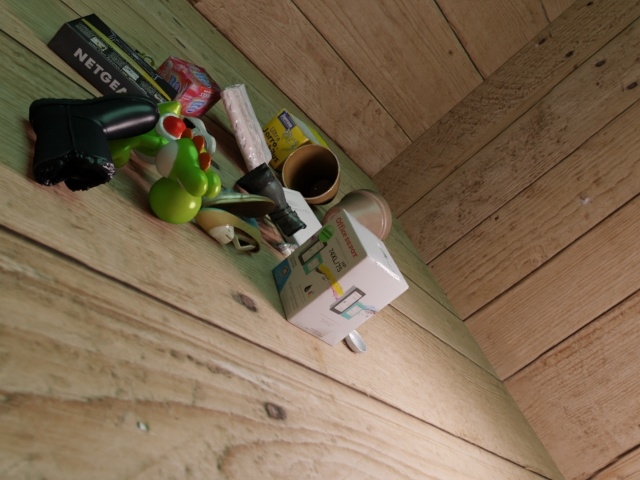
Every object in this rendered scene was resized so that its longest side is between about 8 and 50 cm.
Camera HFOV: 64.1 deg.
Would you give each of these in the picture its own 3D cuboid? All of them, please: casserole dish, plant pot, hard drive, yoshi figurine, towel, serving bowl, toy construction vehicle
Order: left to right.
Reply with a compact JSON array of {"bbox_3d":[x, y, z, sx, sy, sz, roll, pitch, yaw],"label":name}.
[{"bbox_3d":[-0.582,-0.592,1.695,0.098,0.035,0.086,27,27,-54],"label":"toy construction vehicle"},{"bbox_3d":[-0.363,-0.168,1.144,0.362,0.203,0.203,43,-31,33],"label":"yoshi figurine"},{"bbox_3d":[-0.231,-0.079,1.454,0.114,0.037,0.188,31,24,-48],"label":"casserole dish"},{"bbox_3d":[-0.265,-0.404,1.867,0.317,0.053,0.332,-87,159,-68],"label":"towel"},{"bbox_3d":[-0.066,-0.046,1.769,0.233,0.047,0.353,11,40,-55],"label":"hard drive"},{"bbox_3d":[-0.014,-0.247,2.160,0.237,0.237,0.254,55,2,19],"label":"plant pot"},{"bbox_3d":[0.131,-0.081,2.146,0.229,0.263,0.263,-13,62,-52],"label":"plant pot"},{"bbox_3d":[0.098,0.297,1.492,0.083,0.027,0.083,45,15,-16],"label":"serving bowl"}]

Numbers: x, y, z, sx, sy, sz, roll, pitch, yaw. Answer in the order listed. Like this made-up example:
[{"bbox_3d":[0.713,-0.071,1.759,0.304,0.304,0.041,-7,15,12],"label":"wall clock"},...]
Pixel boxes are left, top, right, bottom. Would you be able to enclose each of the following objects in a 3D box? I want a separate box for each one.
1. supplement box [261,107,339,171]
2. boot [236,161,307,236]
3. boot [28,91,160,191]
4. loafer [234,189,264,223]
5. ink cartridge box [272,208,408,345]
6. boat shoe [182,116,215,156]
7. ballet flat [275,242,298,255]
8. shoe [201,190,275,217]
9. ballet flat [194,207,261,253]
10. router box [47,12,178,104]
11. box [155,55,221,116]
[{"bbox_3d":[-0.101,-0.408,2.298,0.194,0.195,0.356,55,16,20],"label":"supplement box"},{"bbox_3d":[-0.154,-0.120,1.610,0.223,0.118,0.338,55,1,-17],"label":"boot"},{"bbox_3d":[-0.408,-0.183,0.958,0.246,0.094,0.207,-8,50,-29],"label":"boot"},{"bbox_3d":[-0.216,-0.109,1.556,0.125,0.039,0.045,50,16,1],"label":"loafer"},{"bbox_3d":[0.048,0.101,1.362,0.197,0.270,0.198,37,19,-39],"label":"ink cartridge box"},{"bbox_3d":[-0.380,-0.325,1.580,0.063,0.066,0.184,11,41,-45],"label":"boat shoe"},{"bbox_3d":[-0.098,0.029,1.568,0.041,0.041,0.114,54,17,17],"label":"ballet flat"},{"bbox_3d":[-0.218,-0.105,1.365,0.219,0.076,0.058,-1,52,-41],"label":"shoe"},{"bbox_3d":[-0.219,-0.019,1.278,0.232,0.080,0.073,23,46,-56],"label":"ballet flat"},{"bbox_3d":[-0.547,-0.462,1.395,0.309,0.081,0.243,43,16,-24],"label":"router box"},{"bbox_3d":[-0.442,-0.503,1.696,0.123,0.128,0.257,51,15,1],"label":"box"}]
